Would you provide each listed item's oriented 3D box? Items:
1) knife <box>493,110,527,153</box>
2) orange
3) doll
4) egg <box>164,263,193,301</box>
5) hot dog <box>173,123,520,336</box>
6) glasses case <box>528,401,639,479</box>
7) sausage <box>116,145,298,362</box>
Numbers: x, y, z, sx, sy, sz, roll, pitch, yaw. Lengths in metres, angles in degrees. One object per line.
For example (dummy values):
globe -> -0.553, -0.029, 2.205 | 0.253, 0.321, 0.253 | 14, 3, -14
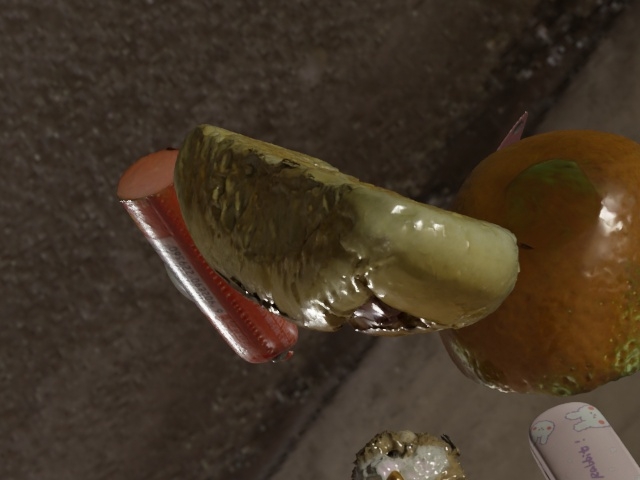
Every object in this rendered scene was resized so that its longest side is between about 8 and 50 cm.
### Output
knife -> 0.199, -0.056, 1.743 | 0.035, 0.018, 0.247 | 39, 82, -41
orange -> 0.252, 0.012, 1.520 | 0.196, 0.262, 0.335 | 42, 59, -45
doll -> 0.046, 0.251, 1.137 | 0.115, 0.105, 0.221 | -7, 132, -56
egg -> -0.127, 0.019, 1.591 | 0.103, 0.103, 0.135 | -31, 136, -10
hot dog -> 0.000, 0.000, 0.653 | 0.084, 0.242, 0.073 | 10, 98, -30
glasses case -> 0.385, 0.339, 1.906 | 0.113, 0.297, 0.075 | -23, 131, -5
sausage -> -0.095, 0.031, 1.318 | 0.074, 0.074, 0.274 | -35, 126, -3
